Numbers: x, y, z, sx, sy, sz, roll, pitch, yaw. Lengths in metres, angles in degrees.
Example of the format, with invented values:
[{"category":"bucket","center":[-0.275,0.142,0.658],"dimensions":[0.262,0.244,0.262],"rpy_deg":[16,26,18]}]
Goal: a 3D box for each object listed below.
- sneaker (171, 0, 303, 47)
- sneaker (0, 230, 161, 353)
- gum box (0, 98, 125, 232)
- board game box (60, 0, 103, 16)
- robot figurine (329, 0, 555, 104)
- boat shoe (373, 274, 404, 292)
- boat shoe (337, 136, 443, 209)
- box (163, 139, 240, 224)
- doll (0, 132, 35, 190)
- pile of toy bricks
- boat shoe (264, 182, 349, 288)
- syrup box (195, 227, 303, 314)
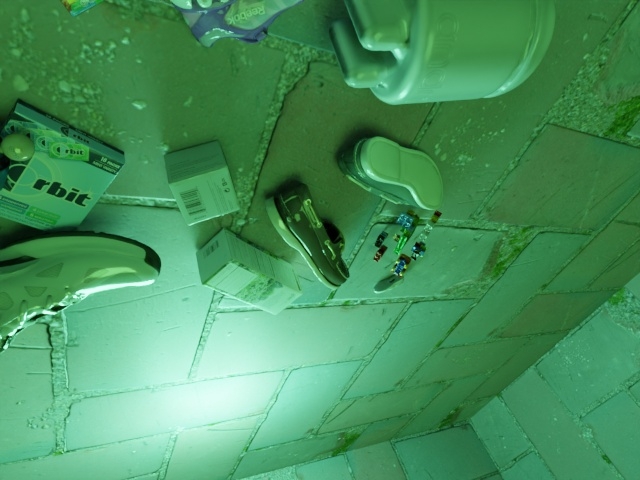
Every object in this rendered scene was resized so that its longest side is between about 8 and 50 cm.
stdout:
[{"category":"sneaker","center":[-0.083,-0.328,0.567],"dimensions":[0.236,0.095,0.105],"rpy_deg":[-16,145,-5]},{"category":"sneaker","center":[-0.493,0.135,0.677],"dimensions":[0.447,0.258,0.169],"rpy_deg":[-4,153,-20]},{"category":"gum box","center":[-0.429,-0.100,0.653],"dimensions":[0.184,0.041,0.157],"rpy_deg":[-44,136,18]},{"category":"board game box","center":[-0.255,-0.362,0.466],"dimensions":[0.170,0.048,0.141],"rpy_deg":[-27,138,1]},{"category":"robot figurine","center":[0.196,-0.316,0.634],"dimensions":[0.353,0.200,0.300],"rpy_deg":[-11,165,-17]},{"category":"boat shoe","center":[0.205,0.133,1.238],"dimensions":[0.100,0.035,0.035],"rpy_deg":[-30,137,-7]},{"category":"boat shoe","center":[0.164,-0.139,0.909],"dimensions":[0.099,0.116,0.319],"rpy_deg":[-1,169,43]},{"category":"box","center":[-0.207,-0.102,0.733],"dimensions":[0.101,0.087,0.101],"rpy_deg":[-19,139,-10]},{"category":"doll","center":[-0.481,-0.113,0.561],"dimensions":[0.188,0.046,0.129],"rpy_deg":[-10,122,-2]},{"category":"pile of toy bricks","center":[0.219,-0.015,1.049],"dimensions":[0.105,0.118,0.212],"rpy_deg":[-46,163,-42]},{"category":"boat shoe","center":[0.000,0.000,0.932],"dimensions":[0.096,0.117,0.324],"rpy_deg":[-30,134,9]},{"category":"syrup box","center":[-0.154,0.076,0.941],"dimensions":[0.093,0.096,0.237],"rpy_deg":[-39,139,17]}]
